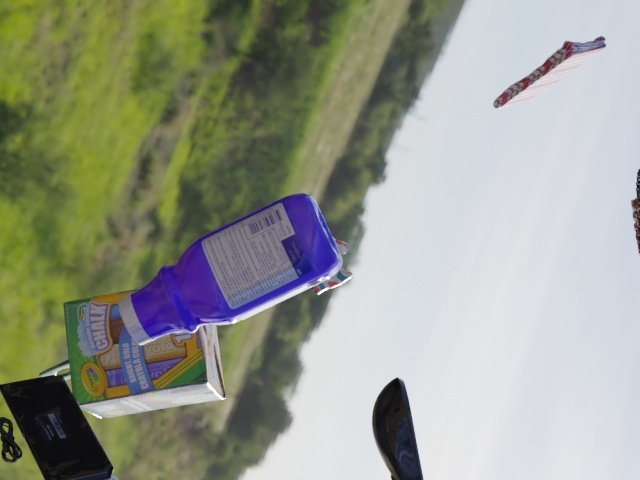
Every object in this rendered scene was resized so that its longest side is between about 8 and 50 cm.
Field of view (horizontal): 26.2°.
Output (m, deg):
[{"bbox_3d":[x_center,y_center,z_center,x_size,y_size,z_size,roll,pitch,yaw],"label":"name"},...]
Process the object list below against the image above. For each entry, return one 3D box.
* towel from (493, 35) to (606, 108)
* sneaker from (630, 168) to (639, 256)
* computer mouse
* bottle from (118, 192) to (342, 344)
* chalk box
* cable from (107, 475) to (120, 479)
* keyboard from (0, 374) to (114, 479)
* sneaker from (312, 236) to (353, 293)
[{"bbox_3d":[0.415,-0.306,2.496,0.197,0.029,0.144,-36,169,37],"label":"towel"},{"bbox_3d":[0.526,-0.027,2.037,0.299,0.112,0.121,64,19,-73],"label":"sneaker"},{"bbox_3d":[0.136,0.377,2.400,0.188,0.072,0.272,79,0,-83],"label":"computer mouse"},{"bbox_3d":[-0.118,0.045,1.748,0.283,0.118,0.092,-26,166,6],"label":"bottle"},{"bbox_3d":[-0.323,0.190,2.308,0.180,0.289,0.179,68,14,-74],"label":"chalk box"},{"bbox_3d":[-0.368,0.435,1.956,0.257,0.089,0.257,-15,137,-42],"label":"cable"},{"bbox_3d":[-0.316,0.220,1.560,0.180,0.108,0.023,48,-44,44],"label":"keyboard"},{"bbox_3d":[0.000,0.000,2.120,0.057,0.075,0.161,-93,164,-72],"label":"sneaker"}]
